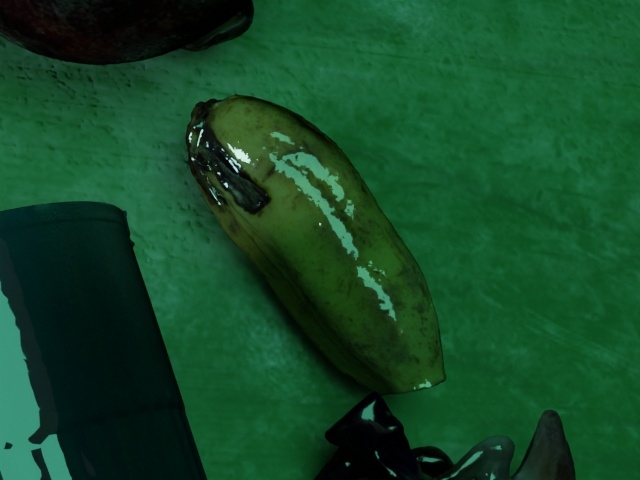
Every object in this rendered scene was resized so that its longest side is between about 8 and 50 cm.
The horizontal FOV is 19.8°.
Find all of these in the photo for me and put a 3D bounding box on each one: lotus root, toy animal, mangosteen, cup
[{"bbox_3d":[0.000,0.000,1.286,0.097,0.110,0.258,-35,89,-28],"label":"lotus root"},{"bbox_3d":[0.113,0.248,1.248,0.195,0.090,0.324,-22,83,-5],"label":"toy animal"},{"bbox_3d":[-0.142,-0.250,1.248,0.288,0.288,0.288,8,67,-20],"label":"mangosteen"},{"bbox_3d":[-0.209,0.163,1.062,0.308,0.242,0.292,-16,79,-30],"label":"cup"}]
